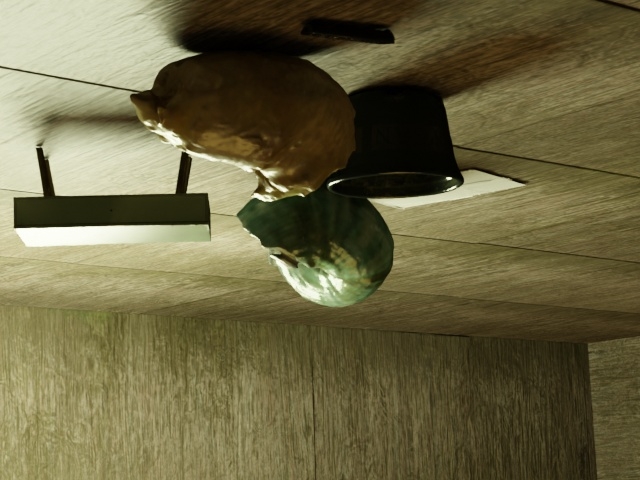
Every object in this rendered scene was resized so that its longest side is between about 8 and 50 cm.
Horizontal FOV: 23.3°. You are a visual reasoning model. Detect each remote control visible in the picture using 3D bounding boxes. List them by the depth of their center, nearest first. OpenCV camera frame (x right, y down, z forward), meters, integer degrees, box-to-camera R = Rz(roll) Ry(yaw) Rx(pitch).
[{"bbox_3d":[0.027,-0.201,1.504,0.091,0.016,0.034,3,-176,-25],"label":"remote control"}]

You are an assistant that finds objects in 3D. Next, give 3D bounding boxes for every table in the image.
[{"bbox_3d":[-0.260,-0.059,1.961,0.240,0.111,0.121,-2,169,-4],"label":"table"}]

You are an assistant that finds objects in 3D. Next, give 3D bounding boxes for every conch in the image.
[{"bbox_3d":[0.000,0.000,2.220,0.220,0.196,0.277,16,-164,10],"label":"conch"}]

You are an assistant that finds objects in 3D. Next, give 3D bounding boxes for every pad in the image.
[{"bbox_3d":[0.168,-0.074,2.263,0.232,0.004,0.156,-10,167,37],"label":"pad"}]

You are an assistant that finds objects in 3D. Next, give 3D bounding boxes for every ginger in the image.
[{"bbox_3d":[-0.065,-0.124,1.576,0.267,0.152,0.138,25,-177,-31],"label":"ginger"}]

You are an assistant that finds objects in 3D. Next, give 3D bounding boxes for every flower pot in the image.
[{"bbox_3d":[0.083,-0.112,1.764,0.157,0.107,0.157,-2,173,0],"label":"flower pot"}]
